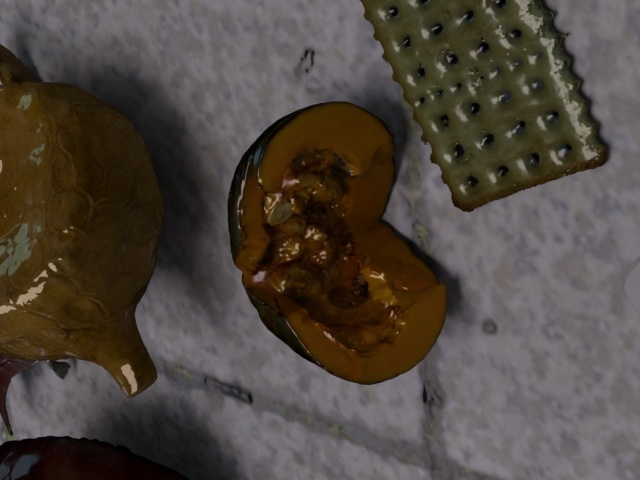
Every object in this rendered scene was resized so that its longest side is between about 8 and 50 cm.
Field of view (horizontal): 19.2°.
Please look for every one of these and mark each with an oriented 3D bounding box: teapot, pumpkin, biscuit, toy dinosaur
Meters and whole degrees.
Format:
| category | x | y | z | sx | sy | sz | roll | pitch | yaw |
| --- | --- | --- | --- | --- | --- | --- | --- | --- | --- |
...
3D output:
| category | x | y | z | sx | sy | sz | roll | pitch | yaw |
| --- | --- | --- | --- | --- | --- | --- | --- | --- | --- |
| teapot | -0.199 | -0.020 | 1.416 | 0.203 | 0.167 | 0.311 | -35 | 63 | 21 |
| pumpkin | 0.000 | 0.000 | 1.246 | 0.107 | 0.119 | 0.183 | 7 | 115 | 64 |
| biscuit | 0.091 | -0.122 | 1.165 | 0.144 | 0.016 | 0.203 | -17 | 99 | 48 |
| toy dinosaur | -0.252 | 0.070 | 1.595 | 0.108 | 0.032 | 0.220 | 27 | 118 | 37 |

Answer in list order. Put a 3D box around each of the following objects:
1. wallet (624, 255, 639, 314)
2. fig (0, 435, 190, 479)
| category | x | y | z | sx | sy | sz | roll | pitch | yaw |
| --- | --- | --- | --- | --- | --- | --- | --- | --- | --- |
| wallet | 0.251 | 0.066 | 1.072 | 0.190 | 0.033 | 0.095 | 56 | 135 | 19 |
| fig | -0.189 | 0.266 | 1.506 | 0.224 | 0.224 | 0.263 | 19 | 126 | 38 |
